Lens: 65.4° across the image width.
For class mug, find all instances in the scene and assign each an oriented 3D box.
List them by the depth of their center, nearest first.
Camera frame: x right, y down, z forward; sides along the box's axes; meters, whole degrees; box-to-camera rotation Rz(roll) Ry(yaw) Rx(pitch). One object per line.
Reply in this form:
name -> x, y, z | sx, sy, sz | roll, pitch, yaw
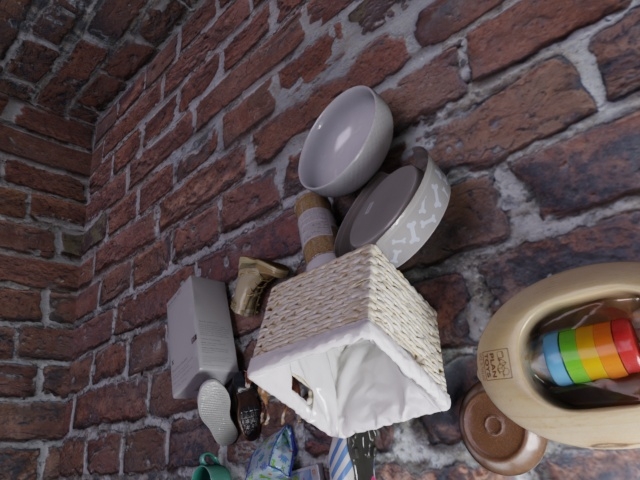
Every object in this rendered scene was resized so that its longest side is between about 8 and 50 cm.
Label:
mug -> -0.344, 0.784, 1.619 | 0.130, 0.097, 0.157 | 4, 79, 47

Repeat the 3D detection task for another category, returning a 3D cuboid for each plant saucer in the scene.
plant saucer -> 0.371, 0.388, 1.046 | 0.199, 0.036, 0.198 | -16, 67, 43

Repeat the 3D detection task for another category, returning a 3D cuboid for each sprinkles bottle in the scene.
sprinkles bottle -> 0.000, 0.000, 1.432 | 0.121, 0.121, 0.355 | -48, 32, 25

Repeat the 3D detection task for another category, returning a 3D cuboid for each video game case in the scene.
video game case -> -0.057, 0.743, 1.386 | 0.212, 0.023, 0.193 | -34, 55, 35

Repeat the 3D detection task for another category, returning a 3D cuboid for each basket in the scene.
basket -> 0.069, 0.238, 1.139 | 0.331, 0.328, 0.266 | -27, 34, 28

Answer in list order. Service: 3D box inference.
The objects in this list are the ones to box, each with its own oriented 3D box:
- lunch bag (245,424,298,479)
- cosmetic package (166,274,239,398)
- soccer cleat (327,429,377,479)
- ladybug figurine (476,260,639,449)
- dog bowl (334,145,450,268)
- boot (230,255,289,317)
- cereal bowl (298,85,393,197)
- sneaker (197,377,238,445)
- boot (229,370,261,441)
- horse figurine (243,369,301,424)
lunch bag -> -0.139, 0.631, 1.460 | 0.129, 0.096, 0.151 | -42, 21, 29
cosmetic package -> -0.433, 0.344, 1.795 | 0.217, 0.156, 0.384 | -47, 46, 31
soccer cleat -> 0.076, 0.608, 1.244 | 0.143, 0.116, 0.330 | -24, 57, 58
ladybug figurine -> 0.496, 0.202, 0.882 | 0.450, 0.162, 0.304 | -21, 63, 40
dog bowl -> 0.180, -0.067, 1.248 | 0.348, 0.102, 0.348 | -48, 17, 20
boot -> -0.213, 0.163, 1.687 | 0.262, 0.095, 0.203 | 7, 82, 49
cereal bowl -> 0.090, -0.270, 1.456 | 0.339, 0.141, 0.338 | -34, 43, 39
sneaker -> -0.355, 0.528, 1.634 | 0.161, 0.102, 0.282 | -130, 30, -52
boot -> -0.249, 0.544, 1.638 | 0.106, 0.082, 0.219 | 135, 126, -61
horse figurine -> -0.135, 0.472, 1.528 | 0.263, 0.066, 0.174 | -20, 69, 43
